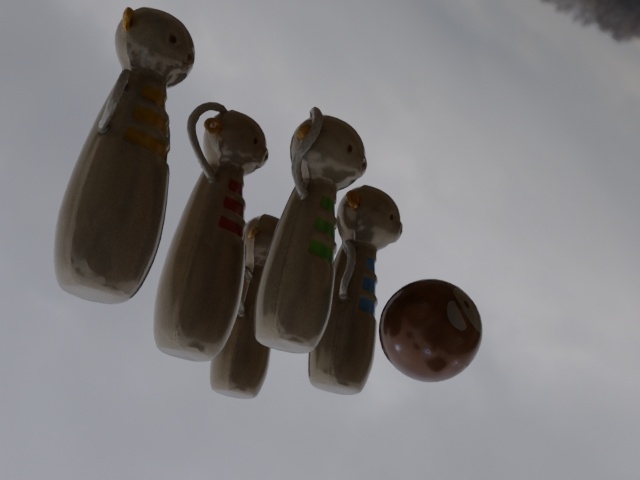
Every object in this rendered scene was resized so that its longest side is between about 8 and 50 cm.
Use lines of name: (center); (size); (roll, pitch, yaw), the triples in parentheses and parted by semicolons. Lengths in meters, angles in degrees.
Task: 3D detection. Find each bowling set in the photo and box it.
bowling set: (0.000, 0.000, 0.599); (0.200, 0.154, 0.287); (7, 162, 14)
